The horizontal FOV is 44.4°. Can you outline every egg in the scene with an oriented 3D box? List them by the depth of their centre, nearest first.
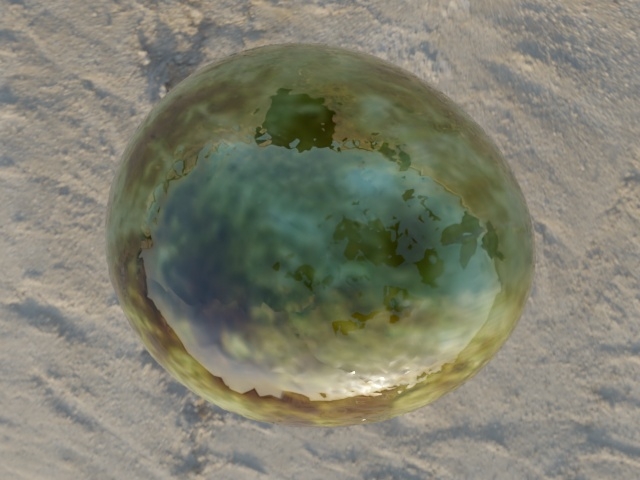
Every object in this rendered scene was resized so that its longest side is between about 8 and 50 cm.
[{"bbox_3d":[0.000,0.000,0.485,0.289,0.238,0.238,19,122,46],"label":"egg"}]
